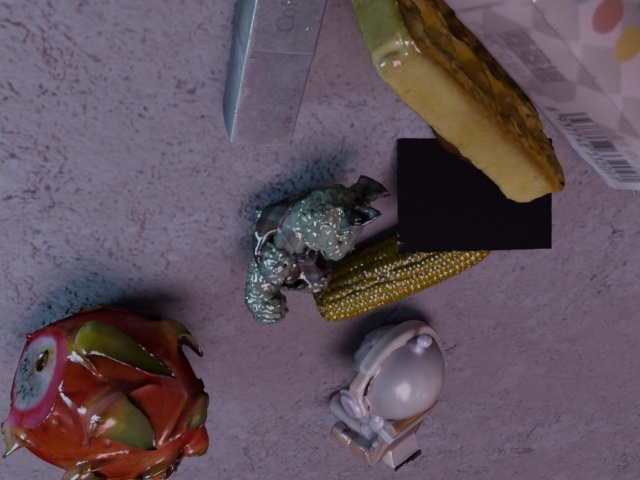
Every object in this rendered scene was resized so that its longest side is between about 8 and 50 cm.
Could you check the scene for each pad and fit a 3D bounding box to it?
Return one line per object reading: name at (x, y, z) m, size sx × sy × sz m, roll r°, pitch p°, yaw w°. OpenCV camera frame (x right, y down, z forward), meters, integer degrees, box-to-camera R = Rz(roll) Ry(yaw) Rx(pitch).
pad at (0.175, -0.051, 1.014) m, size 0.190 × 0.004 × 0.127 m, roll -2°, pitch 96°, yaw -15°

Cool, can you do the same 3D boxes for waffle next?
waffle at (0.124, -0.152, 0.834) m, size 0.057 × 0.168 × 0.274 m, roll -33°, pitch 137°, yaw 24°

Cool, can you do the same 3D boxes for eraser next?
eraser at (0.284, -0.208, 0.863) m, size 0.397 × 0.082 × 0.213 m, roll 34°, pitch 99°, yaw -40°

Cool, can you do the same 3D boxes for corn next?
corn at (0.095, 0.030, 1.074) m, size 0.231 × 0.080 × 0.080 m, roll -26°, pitch 136°, yaw 10°

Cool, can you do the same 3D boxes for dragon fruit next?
dragon fruit at (-0.234, 0.181, 1.036) m, size 0.227 × 0.224 × 0.224 m, roll 16°, pitch 128°, yaw -35°

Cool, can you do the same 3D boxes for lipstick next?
lipstick at (-0.030, -0.225, 0.781) m, size 0.066 × 0.068 × 0.317 m, roll 0°, pitch 134°, yaw -18°

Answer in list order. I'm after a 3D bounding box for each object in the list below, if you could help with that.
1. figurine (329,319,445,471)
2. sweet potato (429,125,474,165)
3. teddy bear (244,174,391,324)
figurine at (0.092, 0.194, 1.221) m, size 0.162 × 0.141 × 0.237 m, roll -26°, pitch 142°, yaw -33°
sweet potato at (0.143, -0.119, 0.968) m, size 0.117 × 0.049 × 0.049 m, roll 27°, pitch 123°, yaw -23°
teddy bear at (-0.017, -0.011, 0.985) m, size 0.133 × 0.111 × 0.213 m, roll -36°, pitch 169°, yaw -45°
